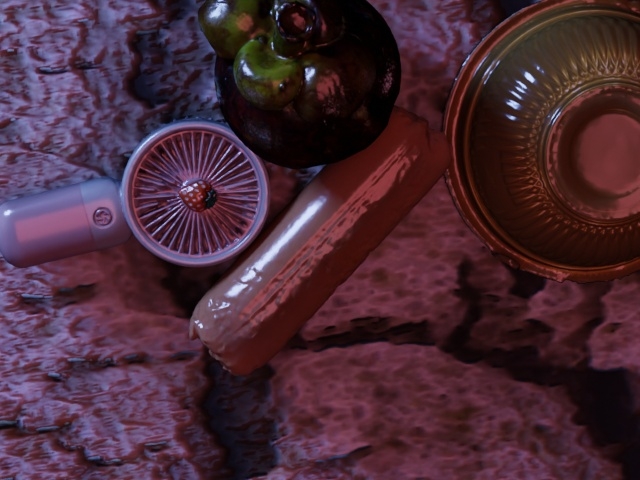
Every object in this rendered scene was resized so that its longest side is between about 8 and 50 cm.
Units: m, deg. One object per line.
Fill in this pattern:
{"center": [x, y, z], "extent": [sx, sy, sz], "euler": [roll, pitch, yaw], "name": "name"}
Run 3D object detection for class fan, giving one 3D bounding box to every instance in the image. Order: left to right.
{"center": [-0.164, -0.029, 1.636], "extent": [0.244, 0.074, 0.130], "euler": [-15, 103, -2], "name": "fan"}

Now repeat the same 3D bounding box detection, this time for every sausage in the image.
{"center": [-0.001, 0.000, 1.653], "extent": [0.086, 0.086, 0.289], "euler": [42, 96, -12], "name": "sausage"}

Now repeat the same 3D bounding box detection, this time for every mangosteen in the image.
{"center": [-0.018, -0.152, 1.574], "extent": [0.172, 0.172, 0.184], "euler": [-38, 126, 3], "name": "mangosteen"}

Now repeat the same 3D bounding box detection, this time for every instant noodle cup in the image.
{"center": [0.247, -0.082, 1.659], "extent": [0.274, 0.091, 0.274], "euler": [-1, 102, -6], "name": "instant noodle cup"}
